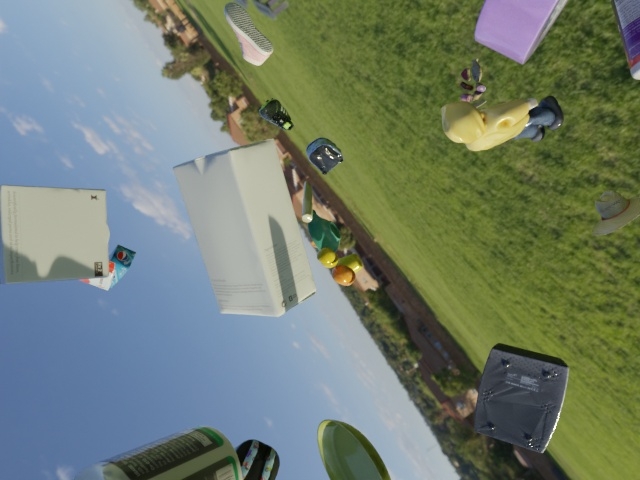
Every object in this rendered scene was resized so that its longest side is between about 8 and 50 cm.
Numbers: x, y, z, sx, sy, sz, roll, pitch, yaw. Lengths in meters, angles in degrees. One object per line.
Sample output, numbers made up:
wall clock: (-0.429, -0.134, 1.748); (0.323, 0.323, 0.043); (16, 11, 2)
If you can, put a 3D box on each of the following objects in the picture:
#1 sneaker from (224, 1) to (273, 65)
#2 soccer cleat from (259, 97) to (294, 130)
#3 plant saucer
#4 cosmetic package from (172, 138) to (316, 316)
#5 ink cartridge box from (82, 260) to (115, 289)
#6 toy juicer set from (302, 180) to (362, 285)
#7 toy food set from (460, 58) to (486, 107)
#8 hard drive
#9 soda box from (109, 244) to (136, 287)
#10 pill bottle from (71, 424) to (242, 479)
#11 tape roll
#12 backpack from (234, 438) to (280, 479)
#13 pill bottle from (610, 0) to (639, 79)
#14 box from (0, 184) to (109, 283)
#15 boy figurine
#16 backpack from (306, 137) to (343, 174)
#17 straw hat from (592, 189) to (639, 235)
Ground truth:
sneaker: (-0.163, -0.435, 0.965); (0.134, 0.051, 0.070); (48, 150, -7)
soccer cleat: (-0.114, -0.342, 1.237); (0.072, 0.060, 0.179); (49, -166, 3)
plant saucer: (0.077, 0.482, 0.942); (0.241, 0.037, 0.240); (33, 133, 45)
cosmetic package: (-0.176, -0.025, 1.066); (0.156, 0.217, 0.384); (-27, -71, -49)
ink cartridge box: (-0.707, 0.088, 1.370); (0.145, 0.045, 0.179); (24, 152, -16)
toy juicer set: (0.000, 0.000, 1.329); (0.329, 0.090, 0.209); (57, -159, -11)
toy food set: (0.402, -0.414, 1.205); (0.078, 0.019, 0.122); (-26, 72, 56)
hard drive: (0.454, 0.357, 1.032); (0.054, 0.172, 0.254); (-43, -41, -56)
soda box: (-0.718, 0.093, 1.568); (0.067, 0.210, 0.071); (28, -129, -26)
pill bottle: (-0.332, 0.490, 0.827); (0.204, 0.204, 0.361); (54, -159, 23)
tape roll: (0.342, -0.409, 0.659); (0.090, 0.274, 0.275); (33, 175, 13)
backpack: (-0.198, 0.617, 1.187); (0.158, 0.173, 0.117); (33, 154, -18)
pill bottle: (0.507, -0.356, 0.676); (0.108, 0.108, 0.193); (58, -160, -86)
box: (-0.528, -0.010, 0.879); (0.182, 0.119, 0.180); (-1, -93, -46)
boy figurine: (0.382, -0.254, 0.990); (0.177, 0.285, 0.092); (131, 129, -67)
backpack: (0.008, -0.308, 1.584); (0.114, 0.105, 0.084); (31, -148, -43)
straw hat: (0.641, -0.077, 0.990); (0.061, 0.144, 0.144); (47, 179, 4)
